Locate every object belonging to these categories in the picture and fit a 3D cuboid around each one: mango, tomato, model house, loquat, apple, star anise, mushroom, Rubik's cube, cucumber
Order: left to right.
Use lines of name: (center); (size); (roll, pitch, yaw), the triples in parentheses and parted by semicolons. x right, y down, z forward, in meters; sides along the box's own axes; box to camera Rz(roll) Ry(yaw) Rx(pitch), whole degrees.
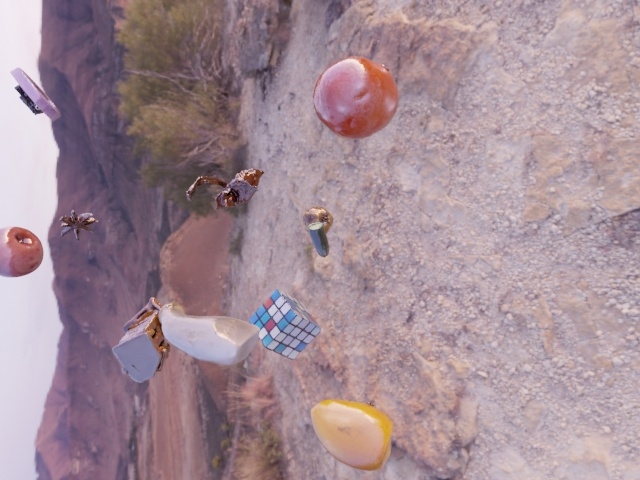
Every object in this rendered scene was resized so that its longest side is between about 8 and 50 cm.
apple: (-0.867, 0.030, 1.238); (0.120, 0.153, 0.153); (-49, 40, 18)
star anise: (-0.885, -0.061, 1.599); (0.042, 0.141, 0.141); (53, 134, 32)
model house: (-0.605, 0.350, 1.578); (0.229, 0.220, 0.199); (-75, -35, -54)
mushroom: (-0.273, 0.203, 0.977); (0.270, 0.118, 0.103); (13, 108, 25)
star anise: (-0.383, -0.206, 1.808); (0.237, 0.347, 0.148); (2, 104, 59)
Rubik's cube: (-0.120, 0.286, 1.490); (0.154, 0.155, 0.151); (-48, 43, 4)
loquat: (-0.010, -0.081, 1.798); (0.113, 0.137, 0.137); (-53, 13, -29)
cucumber: (0.000, 0.000, 1.290); (0.048, 0.048, 0.105); (16, 128, 62)
mango: (0.086, 0.585, 1.336); (0.138, 0.257, 0.187); (-32, -51, -67)
tomato: (0.088, -0.368, 1.159); (0.232, 0.232, 0.188); (-5, 74, 63)

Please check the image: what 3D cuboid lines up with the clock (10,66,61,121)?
clock: (-0.902, -0.451, 1.374); (0.198, 0.064, 0.172); (33, 160, 53)
